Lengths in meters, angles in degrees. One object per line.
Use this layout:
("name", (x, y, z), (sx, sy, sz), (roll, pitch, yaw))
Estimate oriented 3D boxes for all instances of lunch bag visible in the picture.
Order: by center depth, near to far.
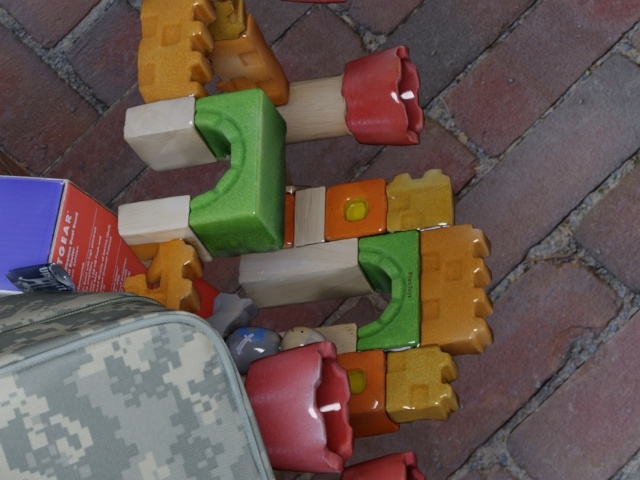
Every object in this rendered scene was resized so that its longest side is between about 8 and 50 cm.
("lunch bag", (-0.146, 0.178, 1.027), (0.256, 0.212, 0.305), (3, -66, 67))

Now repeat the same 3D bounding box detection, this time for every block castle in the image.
("block castle", (0.000, 0.000, 1.310), (0.303, 0.213, 0.453), (57, 29, -57))

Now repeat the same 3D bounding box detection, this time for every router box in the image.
("router box", (-0.282, 0.028, 1.319), (0.335, 0.082, 0.301), (4, -15, 18))
